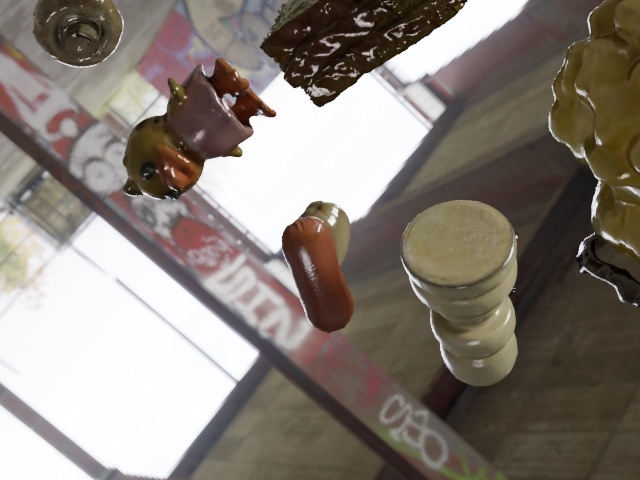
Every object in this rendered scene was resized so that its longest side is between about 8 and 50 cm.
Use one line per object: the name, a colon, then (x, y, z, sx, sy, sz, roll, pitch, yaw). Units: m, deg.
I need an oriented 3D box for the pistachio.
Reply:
pistachio: (0.000, 0.000, 1.732, 0.113, 0.149, 0.113, -4, -147, 3)

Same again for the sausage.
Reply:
sausage: (-0.003, 0.052, 1.438, 0.077, 0.194, 0.077, -16, -155, 8)

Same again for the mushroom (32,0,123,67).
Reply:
mushroom: (-0.447, -0.393, 1.766, 0.166, 0.166, 0.127, -43, -144, 28)

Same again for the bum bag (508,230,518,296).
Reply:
bum bag: (0.321, 0.052, 1.785, 0.107, 0.060, 0.232, -30, 151, -6)

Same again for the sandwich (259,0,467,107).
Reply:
sandwich: (0.072, -0.339, 1.334, 0.262, 0.131, 0.325, -33, -159, 23)

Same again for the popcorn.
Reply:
popcorn: (0.359, -0.084, 0.881, 0.381, 0.349, 0.349, -55, -177, 43)

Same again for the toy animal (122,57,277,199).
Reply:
toy animal: (-0.232, -0.178, 1.641, 0.281, 0.195, 0.169, -48, -144, -3)

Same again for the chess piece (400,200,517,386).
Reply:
chess piece: (0.217, 0.099, 1.417, 0.167, 0.299, 0.167, -8, -134, 9)
